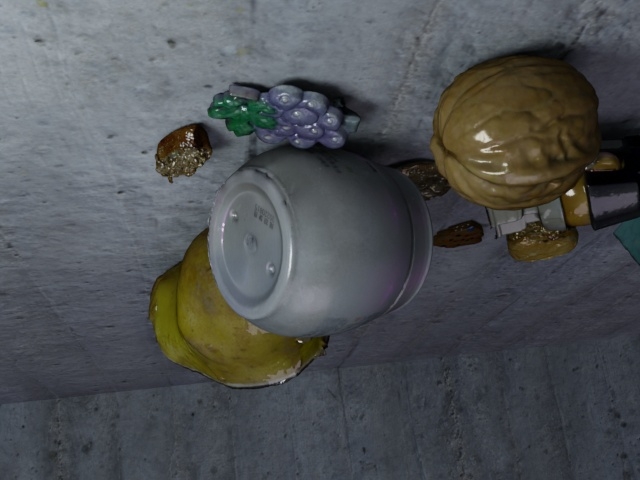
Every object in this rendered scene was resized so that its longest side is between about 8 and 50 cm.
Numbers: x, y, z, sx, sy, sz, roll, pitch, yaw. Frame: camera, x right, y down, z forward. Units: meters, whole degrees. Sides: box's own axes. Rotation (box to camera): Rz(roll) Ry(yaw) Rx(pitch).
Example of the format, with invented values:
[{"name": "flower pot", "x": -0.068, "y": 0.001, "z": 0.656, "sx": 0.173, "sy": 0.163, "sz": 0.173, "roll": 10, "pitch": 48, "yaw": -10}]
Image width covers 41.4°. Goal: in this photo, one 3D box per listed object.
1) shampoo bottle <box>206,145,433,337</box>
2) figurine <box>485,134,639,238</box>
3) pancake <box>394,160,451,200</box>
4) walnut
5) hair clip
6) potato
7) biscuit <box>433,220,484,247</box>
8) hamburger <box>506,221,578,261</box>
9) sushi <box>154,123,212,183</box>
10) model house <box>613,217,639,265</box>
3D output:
[{"name": "shampoo bottle", "x": 0.000, "y": 0.000, "z": 1.218, "sx": 0.266, "sy": 0.272, "sz": 0.273, "roll": -4, "pitch": 164, "yaw": -41}, {"name": "figurine", "x": 0.400, "y": -0.084, "z": 1.337, "sx": 0.309, "sy": 0.143, "sz": 0.308, "roll": -6, "pitch": -179, "yaw": 0}, {"name": "pancake", "x": 0.147, "y": -0.093, "z": 1.388, "sx": 0.152, "sy": 0.025, "sz": 0.151, "roll": -6, "pitch": 162, "yaw": -2}, {"name": "walnut", "x": 0.248, "y": -0.135, "z": 1.055, "sx": 0.213, "sy": 0.213, "sz": 0.213, "roll": -7, "pitch": 162, "yaw": -2}, {"name": "hair clip", "x": -0.045, "y": -0.166, "z": 1.077, "sx": 0.196, "sy": 0.052, "sz": 0.124, "roll": 4, "pitch": 150, "yaw": -9}, {"name": "potato", "x": -0.168, "y": 0.066, "z": 1.521, "sx": 0.397, "sy": 0.290, "sz": 0.296, "roll": 24, "pitch": 149, "yaw": 37}, {"name": "biscuit", "x": 0.281, "y": -0.009, "z": 1.704, "sx": 0.120, "sy": 0.019, "sz": 0.130, "roll": -4, "pitch": 161, "yaw": -11}, {"name": "hamburger", "x": 0.434, "y": -0.012, "z": 1.662, "sx": 0.138, "sy": 0.083, "sz": 0.147, "roll": -9, "pitch": 161, "yaw": 16}, {"name": "sushi", "x": -0.186, "y": -0.114, "z": 1.144, "sx": 0.052, "sy": 0.055, "sz": 0.120, "roll": 2, "pitch": 162, "yaw": -45}, {"name": "model house", "x": 0.772, "y": -0.020, "z": 1.622, "sx": 0.281, "sy": 0.230, "sz": 0.248, "roll": 3, "pitch": 135, "yaw": -35}]
